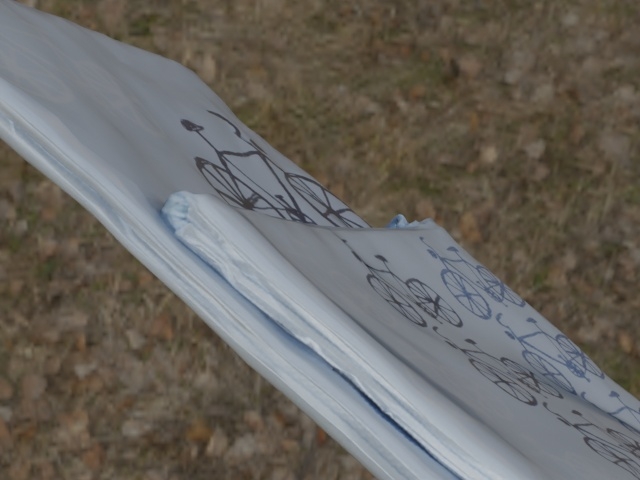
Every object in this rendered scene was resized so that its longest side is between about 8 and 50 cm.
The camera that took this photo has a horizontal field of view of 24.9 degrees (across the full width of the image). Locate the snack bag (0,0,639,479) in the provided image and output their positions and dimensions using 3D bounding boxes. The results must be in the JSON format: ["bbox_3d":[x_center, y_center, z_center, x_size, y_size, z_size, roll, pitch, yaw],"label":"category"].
[{"bbox_3d":[0.000,0.000,0.590,0.342,0.037,0.323,40,10,16],"label":"snack bag"}]
